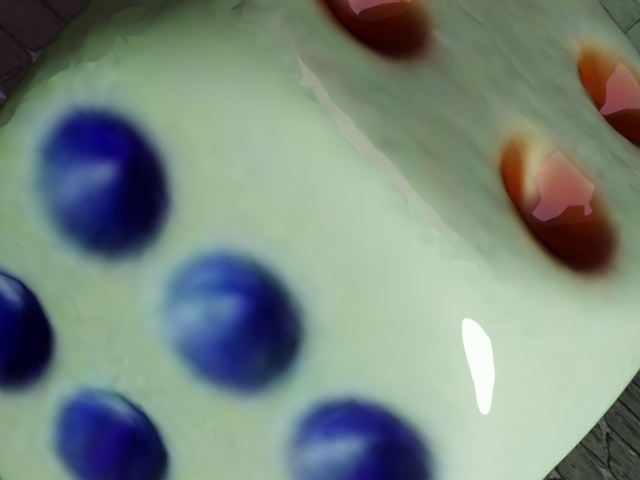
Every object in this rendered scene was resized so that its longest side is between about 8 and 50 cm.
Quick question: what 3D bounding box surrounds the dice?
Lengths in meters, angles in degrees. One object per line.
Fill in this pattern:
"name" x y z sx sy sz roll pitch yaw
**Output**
"dice" 0.000 0.000 0.551 0.277 0.304 0.304 48 37 0
